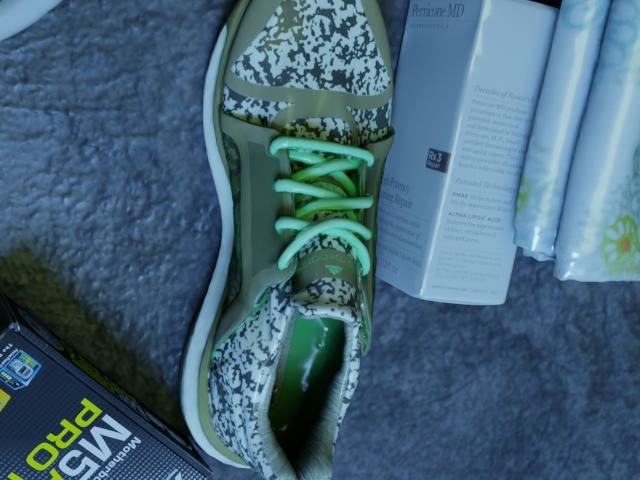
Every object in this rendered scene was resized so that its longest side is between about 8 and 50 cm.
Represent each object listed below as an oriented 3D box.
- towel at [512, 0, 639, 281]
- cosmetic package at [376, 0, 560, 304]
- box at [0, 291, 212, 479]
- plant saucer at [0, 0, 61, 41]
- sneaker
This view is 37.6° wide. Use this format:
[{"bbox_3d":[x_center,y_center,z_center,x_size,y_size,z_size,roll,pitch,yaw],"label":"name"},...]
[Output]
[{"bbox_3d":[0.300,-0.144,0.755,0.321,0.090,0.374,2,103,-48],"label":"towel"},{"bbox_3d":[0.107,-0.074,0.742,0.086,0.117,0.231,5,99,-25],"label":"cosmetic package"},{"bbox_3d":[-0.245,0.201,0.675,0.270,0.060,0.216,-45,125,-7],"label":"box"},{"bbox_3d":[-0.281,-0.280,0.478,0.401,0.100,0.400,3,135,3],"label":"plant saucer"},{"bbox_3d":[0.000,0.000,0.679,0.158,0.182,0.410,1,101,-22],"label":"sneaker"}]
